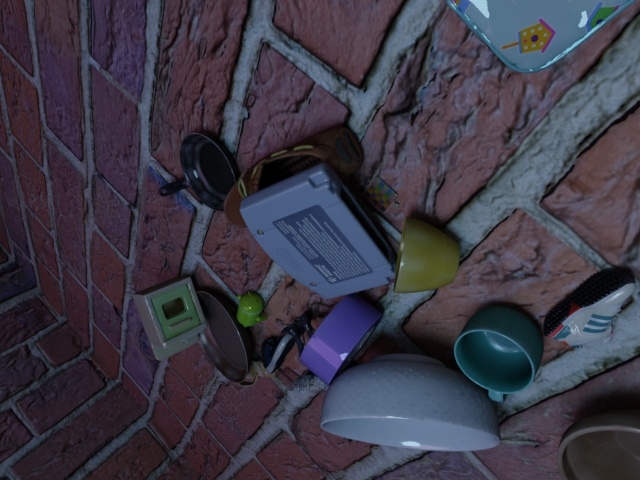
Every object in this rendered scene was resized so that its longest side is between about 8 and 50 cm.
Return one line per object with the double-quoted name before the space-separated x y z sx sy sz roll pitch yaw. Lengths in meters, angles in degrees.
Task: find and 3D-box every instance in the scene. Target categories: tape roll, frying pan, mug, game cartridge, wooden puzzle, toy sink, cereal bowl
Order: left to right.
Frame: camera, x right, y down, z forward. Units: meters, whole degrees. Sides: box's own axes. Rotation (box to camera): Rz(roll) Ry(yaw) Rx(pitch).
"toy sink" -0.456 0.247 1.328 0.131 0.153 0.234 -5 104 50
"frying pan" -0.298 -0.137 1.080 0.197 0.053 0.326 52 139 1
"game cartridge" 0.000 0.000 0.790 0.198 0.062 0.297 -15 134 29
"tape roll" 0.046 0.208 0.907 0.080 0.189 0.189 38 135 17
"wooden puzzle" 0.112 -0.086 0.793 0.083 0.006 0.049 44 136 9
"cereal bowl" 0.170 0.318 0.852 0.339 0.141 0.339 5 148 3
"mug" 0.305 0.187 0.738 0.129 0.097 0.157 36 135 16

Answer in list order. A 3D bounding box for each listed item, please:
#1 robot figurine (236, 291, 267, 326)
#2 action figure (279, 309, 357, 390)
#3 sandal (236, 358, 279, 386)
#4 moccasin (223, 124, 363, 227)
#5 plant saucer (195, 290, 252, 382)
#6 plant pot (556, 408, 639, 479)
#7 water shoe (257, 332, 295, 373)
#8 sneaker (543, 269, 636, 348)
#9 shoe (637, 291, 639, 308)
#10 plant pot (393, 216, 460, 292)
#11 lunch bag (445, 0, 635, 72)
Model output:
"robot figurine" -0.198 0.193 1.196 0.101 0.067 0.115 44 137 25
"action figure" 0.006 0.317 1.051 0.275 0.141 0.164 52 136 6
"sandal" -0.234 0.429 1.371 0.240 0.079 0.088 -22 101 46
"moccasin" -0.087 -0.099 0.852 0.380 0.147 0.139 -12 108 44
"plant saucer" -0.304 0.293 1.336 0.311 0.050 0.310 26 128 39
"plant pot" 0.506 0.342 0.657 0.237 0.110 0.237 21 129 29
"water shoe" -0.137 0.311 1.216 0.080 0.073 0.203 42 136 15
"sneaker" 0.413 0.108 0.635 0.075 0.057 0.161 29 133 1
"shoe" 0.499 0.132 0.565 0.081 0.063 0.178 -25 104 45
"plant pot" 0.184 0.032 0.735 0.095 0.134 0.134 10 126 8
"lunch bag" 0.217 -0.332 0.426 0.279 0.107 0.224 40 127 -13
